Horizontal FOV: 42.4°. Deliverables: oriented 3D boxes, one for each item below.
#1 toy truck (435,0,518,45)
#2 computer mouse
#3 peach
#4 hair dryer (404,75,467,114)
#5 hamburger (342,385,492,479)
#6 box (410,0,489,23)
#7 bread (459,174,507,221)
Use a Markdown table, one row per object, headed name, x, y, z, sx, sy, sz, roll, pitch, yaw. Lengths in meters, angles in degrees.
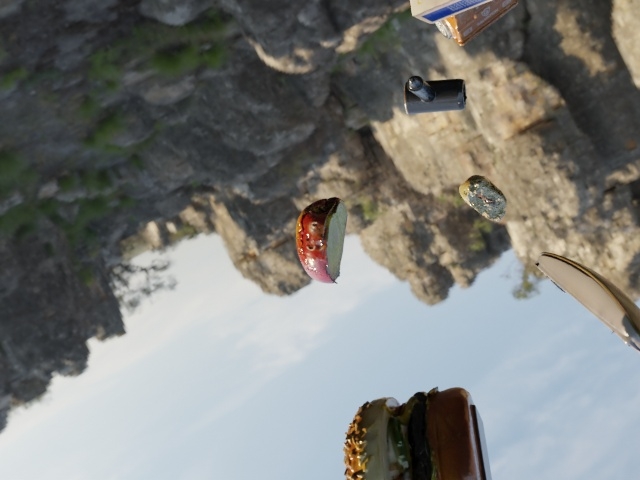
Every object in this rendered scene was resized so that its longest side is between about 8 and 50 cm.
| name | x | y | z | sx | sy | sz | roll | pitch | yaw |
| --- | --- | --- | --- | --- | --- | --- | --- | --- | --- |
| toy truck | 0.248 | -0.631 | 1.818 | 0.173 | 0.388 | 0.207 | -37 | 150 | 3 |
| computer mouse | 0.526 | 0.112 | 1.537 | 0.072 | 0.158 | 0.310 | -51 | -145 | 8 |
| peach | 0.000 | 0.000 | 0.854 | 0.050 | 0.083 | 0.077 | 1 | -149 | 17 |
| hair dryer | 0.224 | -0.303 | 1.672 | 0.128 | 0.070 | 0.255 | -1 | -177 | 15 |
| hamburger | 0.160 | 0.374 | 1.336 | 0.225 | 0.291 | 0.291 | -11 | -170 | 15 |
| box | 0.243 | -0.596 | 1.512 | 0.200 | 0.344 | 0.065 | -12 | 171 | 38 |
| bread | 0.424 | -0.117 | 2.135 | 0.082 | 0.125 | 0.106 | -53 | -166 | 22 |
